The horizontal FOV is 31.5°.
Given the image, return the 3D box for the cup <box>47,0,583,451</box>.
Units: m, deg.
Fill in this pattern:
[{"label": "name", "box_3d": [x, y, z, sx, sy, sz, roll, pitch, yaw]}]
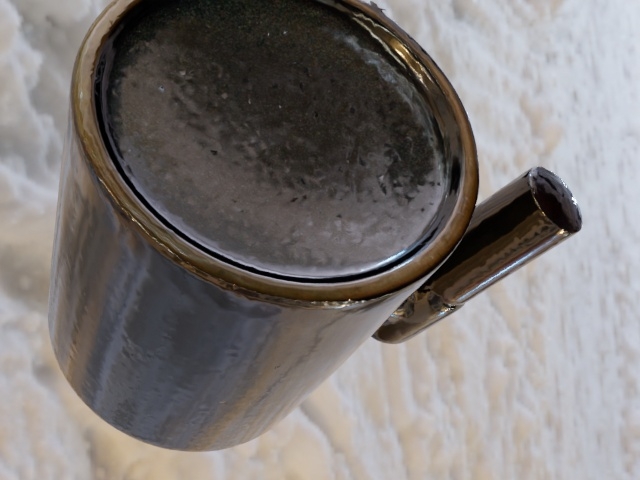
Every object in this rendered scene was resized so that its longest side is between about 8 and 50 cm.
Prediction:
[{"label": "cup", "box_3d": [-0.007, 0.012, 0.514, 0.177, 0.239, 0.166, 121, -12, -51]}]
